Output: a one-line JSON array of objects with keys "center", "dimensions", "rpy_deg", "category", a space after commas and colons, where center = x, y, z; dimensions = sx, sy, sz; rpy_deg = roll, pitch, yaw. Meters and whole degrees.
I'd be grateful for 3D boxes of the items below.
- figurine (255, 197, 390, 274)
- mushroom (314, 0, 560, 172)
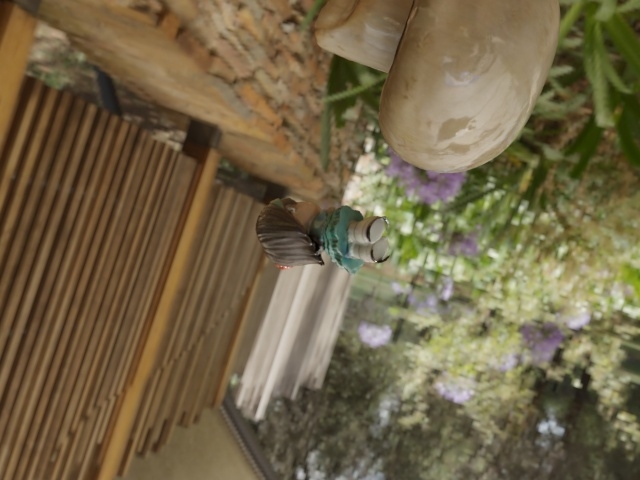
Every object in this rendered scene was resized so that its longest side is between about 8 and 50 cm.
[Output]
[{"center": [0.000, 0.000, 1.658], "dimensions": [0.246, 0.137, 0.110], "rpy_deg": [7, -151, 38], "category": "figurine"}, {"center": [0.094, -0.163, 0.839], "dimensions": [0.204, 0.204, 0.204], "rpy_deg": [18, 179, 0], "category": "mushroom"}]
